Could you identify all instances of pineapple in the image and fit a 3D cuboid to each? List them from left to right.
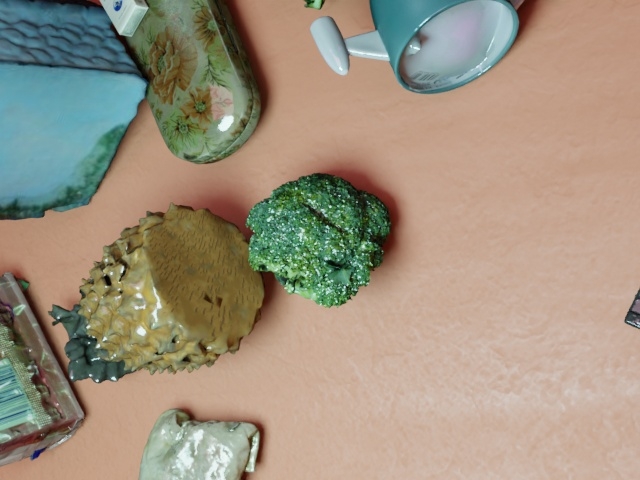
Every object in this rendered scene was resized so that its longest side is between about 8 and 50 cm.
[{"bbox_3d":[-0.250,0.096,1.327,0.357,0.222,0.223,-25,73,42],"label":"pineapple"}]

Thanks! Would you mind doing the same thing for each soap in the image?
[{"bbox_3d":[-0.474,0.188,1.422,0.098,0.217,0.273,-43,71,34],"label":"soap"}]

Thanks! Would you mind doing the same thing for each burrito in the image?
[{"bbox_3d":[-0.188,0.393,1.309,0.175,0.107,0.348,17,90,41],"label":"burrito"}]

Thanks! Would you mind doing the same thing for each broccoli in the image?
[{"bbox_3d":[0.000,0.000,1.226,0.195,0.195,0.156,5,121,27],"label":"broccoli"}]

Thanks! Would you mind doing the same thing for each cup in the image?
[{"bbox_3d":[0.132,-0.294,1.184,0.299,0.167,0.173,-20,65,-2],"label":"cup"}]

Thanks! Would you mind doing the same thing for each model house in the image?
[{"bbox_3d":[-0.493,-0.248,1.382,0.297,0.360,0.339,-54,53,40],"label":"model house"}]

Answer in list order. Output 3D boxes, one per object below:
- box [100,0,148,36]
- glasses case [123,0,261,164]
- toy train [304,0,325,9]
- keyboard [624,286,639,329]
[{"bbox_3d":[-0.275,-0.331,1.365,0.054,0.024,0.083,-49,59,30],"label":"box"},{"bbox_3d":[-0.204,-0.308,1.387,0.156,0.098,0.426,-31,71,27],"label":"glasses case"},{"bbox_3d":[-0.030,-0.405,1.222,0.159,0.272,0.188,20,90,0],"label":"toy train"},{"bbox_3d":[0.432,0.104,1.068,0.195,0.018,0.060,27,90,27],"label":"keyboard"}]
